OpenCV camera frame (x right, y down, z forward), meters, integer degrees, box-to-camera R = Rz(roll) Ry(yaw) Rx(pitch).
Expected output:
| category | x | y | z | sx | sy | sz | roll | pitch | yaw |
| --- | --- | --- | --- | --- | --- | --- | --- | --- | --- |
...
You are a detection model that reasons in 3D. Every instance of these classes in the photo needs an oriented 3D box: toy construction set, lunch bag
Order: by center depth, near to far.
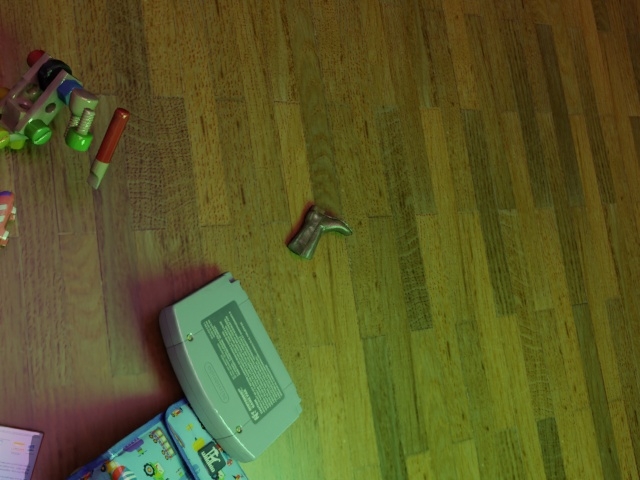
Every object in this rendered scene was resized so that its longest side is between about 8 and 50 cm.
| category | x | y | z | sx | sy | sz | roll | pitch | yaw |
| --- | --- | --- | --- | --- | --- | --- | --- | --- | --- |
| toy construction set | -0.481 | -0.163 | 1.081 | 0.309 | 0.257 | 0.237 | 27 | 111 | -5 |
| lunch bag | -0.224 | 0.387 | 1.108 | 0.221 | 0.138 | 0.293 | 55 | 24 | 4 |

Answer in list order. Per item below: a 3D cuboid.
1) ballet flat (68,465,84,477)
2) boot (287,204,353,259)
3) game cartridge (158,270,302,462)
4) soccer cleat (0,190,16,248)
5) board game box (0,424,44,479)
| category | x | y | z | sx | sy | sz | roll | pitch | yaw |
| --- | --- | --- | --- | --- | --- | --- | --- | --- | --- |
| ballet flat | -0.319 | 0.398 | 1.125 | 0.168 | 0.052 | 0.057 | 14 | 73 | -27 |
| boot | 0.000 | 0.000 | 1.396 | 0.106 | 0.037 | 0.114 | 30 | 63 | -7 |
| game cartridge | -0.156 | 0.219 | 1.216 | 0.198 | 0.062 | 0.297 | -31 | 96 | -49 |
| soccer cleat | -0.545 | 0.026 | 1.062 | 0.095 | 0.083 | 0.248 | 25 | 71 | -18 |
| board game box | -0.566 | 0.326 | 1.015 | 0.281 | 0.027 | 0.145 | 19 | 70 | -25 |
